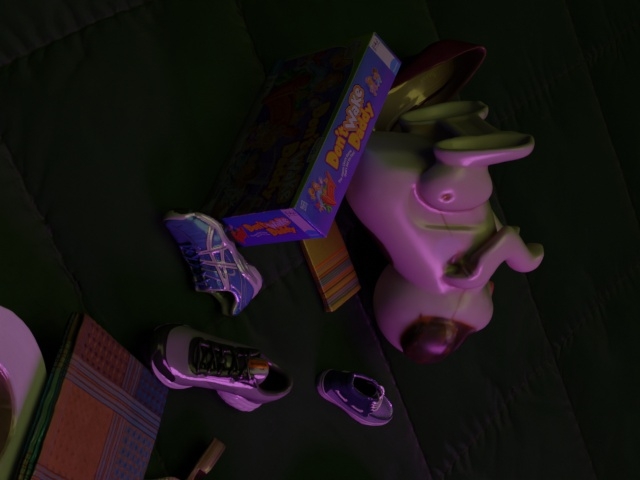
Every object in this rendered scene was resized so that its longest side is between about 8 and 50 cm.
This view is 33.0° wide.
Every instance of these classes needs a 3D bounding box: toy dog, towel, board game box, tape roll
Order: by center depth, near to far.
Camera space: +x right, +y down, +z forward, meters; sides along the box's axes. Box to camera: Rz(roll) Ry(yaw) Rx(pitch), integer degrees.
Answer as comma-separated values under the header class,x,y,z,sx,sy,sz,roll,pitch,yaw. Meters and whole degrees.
class,x,y,z,sx,sy,sz,roll,pitch,yaw
tape roll,-0.449,0.209,1.291,0.286,0.100,0.286,1,90,-66
towel,-0.316,0.315,1.442,0.271,0.040,0.370,59,38,-53
board game box,-0.034,-0.157,1.720,0.078,0.233,0.347,43,57,-33
toy dog,0.189,0.010,1.850,0.396,0.284,0.407,-15,114,-19
towel,0.000,0.000,1.887,0.102,0.021,0.237,-36,109,-47

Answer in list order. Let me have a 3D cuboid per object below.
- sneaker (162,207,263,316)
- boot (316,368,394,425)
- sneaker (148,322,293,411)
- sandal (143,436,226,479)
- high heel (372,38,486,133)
class,x,y,z,sx,sy,sz,roll,pitch,yaw
sneaker,-0.170,0.032,1.671,0.211,0.080,0.081,48,52,-28
boot,0.084,0.277,1.887,0.190,0.086,0.069,29,65,-39
sneaker,-0.150,0.184,1.639,0.272,0.108,0.100,27,56,-44
sandal,-0.233,0.370,1.591,0.079,0.088,0.240,36,48,0
high heel,0.155,-0.233,1.950,0.127,0.181,0.377,48,55,-30
